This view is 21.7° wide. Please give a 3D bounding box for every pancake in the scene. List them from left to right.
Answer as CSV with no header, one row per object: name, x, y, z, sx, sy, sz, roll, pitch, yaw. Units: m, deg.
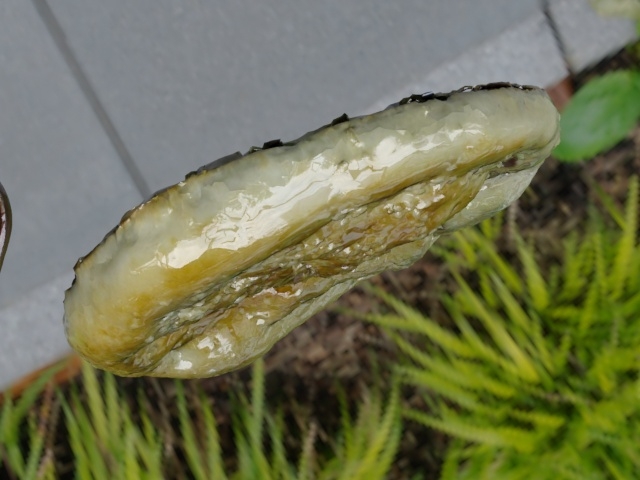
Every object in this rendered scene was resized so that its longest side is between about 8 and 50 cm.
pancake,0.000,0.000,1.160,0.387,0.082,0.387,-24,169,-5

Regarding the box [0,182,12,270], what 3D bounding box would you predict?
box,-0.431,0.027,1.164,0.229,0.339,0.239,-43,153,-72
